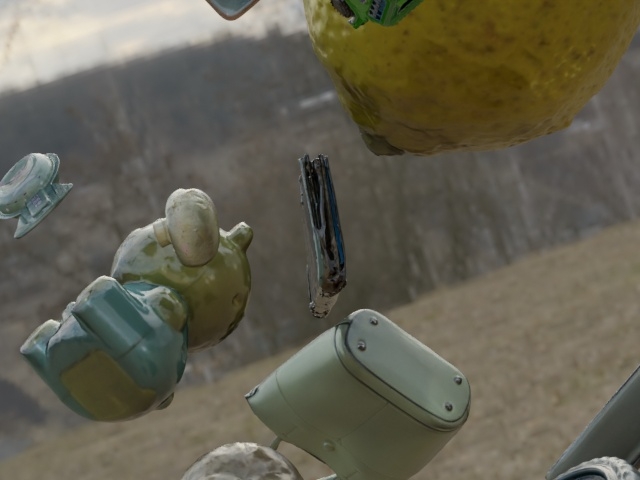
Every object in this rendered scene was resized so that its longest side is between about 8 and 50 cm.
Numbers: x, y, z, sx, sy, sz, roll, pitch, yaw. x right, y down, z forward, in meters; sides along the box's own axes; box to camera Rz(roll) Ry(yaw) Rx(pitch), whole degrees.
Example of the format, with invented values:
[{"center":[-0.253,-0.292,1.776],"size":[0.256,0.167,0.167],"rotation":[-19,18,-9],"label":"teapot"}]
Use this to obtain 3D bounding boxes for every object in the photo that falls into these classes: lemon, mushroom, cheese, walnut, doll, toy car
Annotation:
[{"center":[0.149,-0.254,1.688],"size":[0.387,0.350,0.350],"rotation":[-55,0,5],"label":"lemon"},{"center":[-0.137,-0.012,1.771],"size":[0.067,0.083,0.083],"rotation":[-15,3,0],"label":"mushroom"},{"center":[-0.225,-0.038,1.336],"size":[0.067,0.026,0.121],"rotation":[-46,28,-2],"label":"cheese"},{"center":[-0.067,0.242,1.419],"size":[0.140,0.140,0.162],"rotation":[-19,-33,-10],"label":"walnut"},{"center":[-0.182,0.077,1.893],"size":[0.177,0.161,0.260],"rotation":[-39,7,42],"label":"doll"},{"center":[0.058,-0.222,1.402],"size":[0.071,0.062,0.165],"rotation":[-41,-8,-16],"label":"toy car"}]

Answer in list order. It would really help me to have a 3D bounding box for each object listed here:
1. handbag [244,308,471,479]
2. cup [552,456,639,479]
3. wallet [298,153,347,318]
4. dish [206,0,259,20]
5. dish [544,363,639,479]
[{"center":[0.038,0.229,2.226],"size":[0.315,0.241,0.109],"rotation":[-46,10,47],"label":"handbag"},{"center":[0.267,0.363,1.490],"size":[0.242,0.292,0.308],"rotation":[-49,9,-19],"label":"cup"},{"center":[0.001,0.000,2.125],"size":[0.044,0.169,0.317],"rotation":[-6,-8,-2],"label":"wallet"},{"center":[-0.124,-0.388,2.037],"size":[0.154,0.234,0.064],"rotation":[-43,-3,10],"label":"dish"},{"center":[0.427,0.276,2.396],"size":[0.243,0.080,0.182],"rotation":[-48,-21,-2],"label":"dish"}]
